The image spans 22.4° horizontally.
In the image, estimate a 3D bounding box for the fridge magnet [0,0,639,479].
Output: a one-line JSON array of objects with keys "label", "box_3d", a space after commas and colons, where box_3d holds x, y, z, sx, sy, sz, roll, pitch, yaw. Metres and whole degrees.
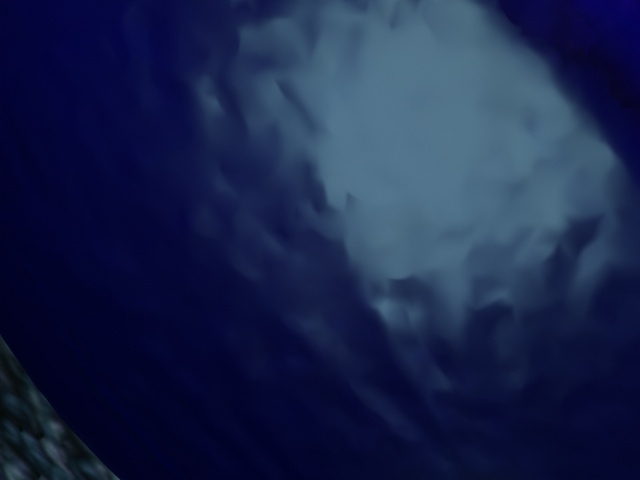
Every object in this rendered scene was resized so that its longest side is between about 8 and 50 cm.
[{"label": "fridge magnet", "box_3d": [0.000, 0.000, 0.434, 0.265, 0.113, 0.265, 22, 135, 24]}]
